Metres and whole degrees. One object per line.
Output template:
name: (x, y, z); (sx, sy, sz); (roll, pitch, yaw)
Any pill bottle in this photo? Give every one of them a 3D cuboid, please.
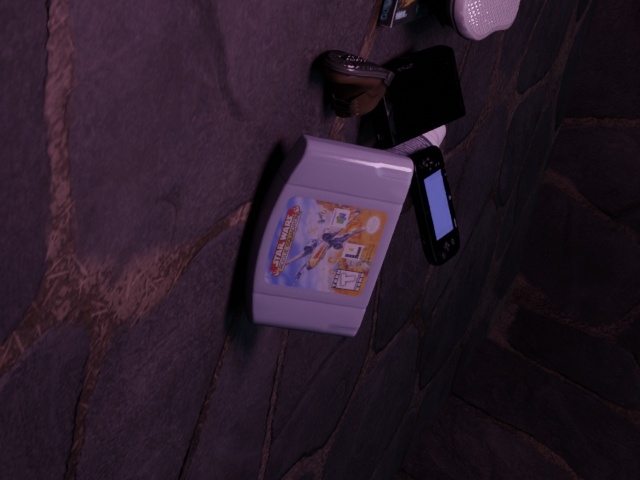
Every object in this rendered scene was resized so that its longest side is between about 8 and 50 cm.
pill bottle: (0.150, -0.144, 2.172); (0.180, 0.108, 0.108); (-58, 160, -29)

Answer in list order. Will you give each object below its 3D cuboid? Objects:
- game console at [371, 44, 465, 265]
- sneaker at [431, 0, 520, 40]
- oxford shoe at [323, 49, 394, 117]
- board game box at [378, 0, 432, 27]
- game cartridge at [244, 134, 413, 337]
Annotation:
game console: (0.188, -0.141, 2.103); (0.213, 0.044, 0.361); (-27, 110, -43)
sneaker: (0.243, -0.412, 2.092); (0.321, 0.127, 0.126); (-18, 125, -67)
oxford shoe: (0.051, -0.226, 1.827); (0.096, 0.082, 0.227); (-65, 162, 6)
board game box: (0.151, -0.416, 1.983); (0.186, 0.026, 0.126); (-33, 142, -62)
game cartridge: (0.000, 0.000, 1.783); (0.062, 0.198, 0.297); (53, -49, 56)
